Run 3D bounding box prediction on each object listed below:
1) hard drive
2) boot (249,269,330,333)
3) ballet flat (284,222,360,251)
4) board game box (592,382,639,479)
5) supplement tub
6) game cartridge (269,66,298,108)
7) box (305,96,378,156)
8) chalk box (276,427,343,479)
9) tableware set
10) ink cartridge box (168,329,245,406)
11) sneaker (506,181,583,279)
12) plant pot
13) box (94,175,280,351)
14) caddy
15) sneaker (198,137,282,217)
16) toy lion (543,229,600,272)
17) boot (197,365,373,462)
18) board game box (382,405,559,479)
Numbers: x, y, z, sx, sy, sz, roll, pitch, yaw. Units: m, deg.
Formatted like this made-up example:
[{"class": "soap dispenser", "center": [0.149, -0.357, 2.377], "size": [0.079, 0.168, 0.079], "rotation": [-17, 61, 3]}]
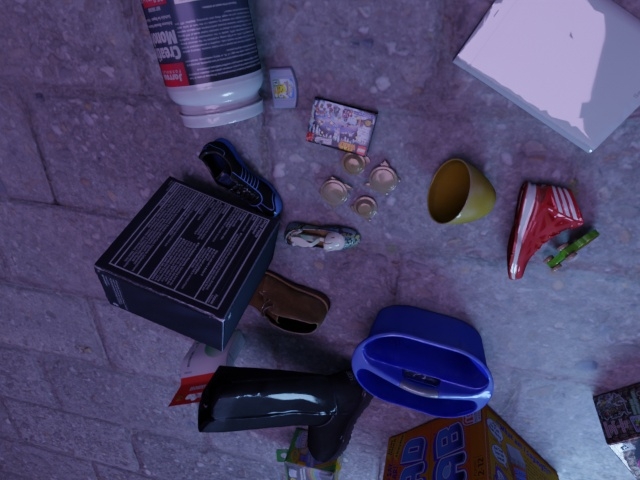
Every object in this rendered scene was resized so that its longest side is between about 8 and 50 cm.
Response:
[{"class": "hard drive", "center": [0.420, -0.319, 0.770], "size": [0.308, 0.040, 0.203], "rotation": [33, 123, -3]}, {"class": "boot", "center": [-0.133, 0.161, 1.178], "size": [0.306, 0.115, 0.112], "rotation": [15, 124, 10]}, {"class": "ballet flat", "center": [0.000, 0.000, 1.072], "size": [0.189, 0.070, 0.070], "rotation": [4, 120, 14]}, {"class": "board game box", "center": [0.849, 0.444, 1.022], "size": [0.291, 0.141, 0.232], "rotation": [-36, 104, 31]}, {"class": "supplement tub", "center": [-0.218, -0.372, 0.846], "size": [0.191, 0.191, 0.272], "rotation": [0, 119, 17]}, {"class": "game cartridge", "center": [-0.076, -0.322, 0.936], "size": [0.056, 0.017, 0.083], "rotation": [1, 120, 13]}, {"class": "box", "center": [0.044, -0.239, 0.935], "size": [0.137, 0.027, 0.093], "rotation": [17, 117, 7]}, {"class": "chalk box", "center": [-0.041, 0.726, 1.470], "size": [0.213, 0.132, 0.132], "rotation": [8, 122, 14]}, {"class": "tableware set", "center": [0.086, -0.124, 1.000], "size": [0.141, 0.020, 0.168], "rotation": [32, 122, -4]}, {"class": "ink cartridge box", "center": [-0.339, 0.370, 1.296], "size": [0.181, 0.224, 0.056], "rotation": [-17, 114, 25]}, {"class": "sneaker", "center": [0.463, -0.007, 0.911], "size": [0.128, 0.087, 0.221], "rotation": [7, 122, 16]}, {"class": "plant pot", "center": [0.297, -0.091, 0.902], "size": [0.095, 0.134, 0.134], "rotation": [10, 126, -22]}, {"class": "box", "center": [-0.290, 0.051, 1.033], "size": [0.294, 0.296, 0.182], "rotation": [22, 143, 5]}, {"class": "caddy", "center": [0.252, 0.314, 1.109], "size": [0.342, 0.179, 0.241], "rotation": [14, 123, 9]}, {"class": "sneaker", "center": [-0.189, -0.132, 1.036], "size": [0.081, 0.090, 0.232], "rotation": [-36, 103, 31]}, {"class": "toy lion", "center": [0.525, 0.016, 0.917], "size": [0.034, 0.096, 0.100], "rotation": [57, 165, 22]}, {"class": "boot", "center": [-0.116, 0.491, 1.215], "size": [0.446, 0.146, 0.366], "rotation": [6, 118, -31]}, {"class": "board game box", "center": [0.410, 0.742, 1.202], "size": [0.356, 0.356, 0.356], "rotation": [44, 123, -11]}]
